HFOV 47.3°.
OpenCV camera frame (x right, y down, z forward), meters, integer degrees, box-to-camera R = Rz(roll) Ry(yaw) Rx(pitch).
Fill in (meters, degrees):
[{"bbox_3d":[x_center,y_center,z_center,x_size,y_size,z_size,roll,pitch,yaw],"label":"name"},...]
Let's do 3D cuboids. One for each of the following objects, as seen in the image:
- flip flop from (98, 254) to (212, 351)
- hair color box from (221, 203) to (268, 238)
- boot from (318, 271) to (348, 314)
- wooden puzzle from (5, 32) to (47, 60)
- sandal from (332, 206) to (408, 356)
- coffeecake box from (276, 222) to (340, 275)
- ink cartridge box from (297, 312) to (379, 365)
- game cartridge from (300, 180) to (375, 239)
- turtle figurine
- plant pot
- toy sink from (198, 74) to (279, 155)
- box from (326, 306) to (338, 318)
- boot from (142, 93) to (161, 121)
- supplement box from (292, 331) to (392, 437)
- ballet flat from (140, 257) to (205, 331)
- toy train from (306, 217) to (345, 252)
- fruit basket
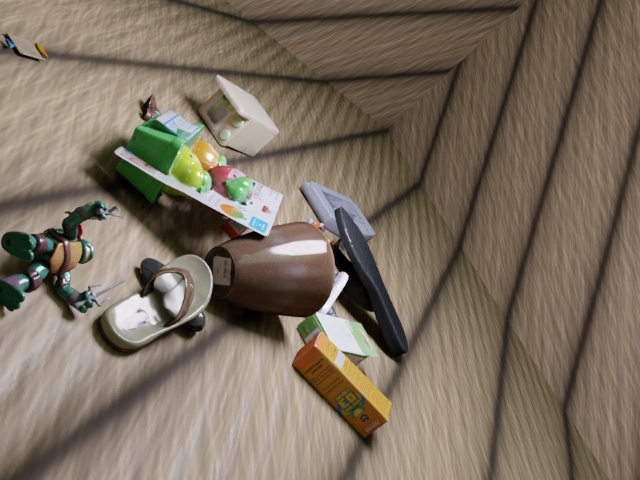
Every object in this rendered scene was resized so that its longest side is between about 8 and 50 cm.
[{"bbox_3d":[-0.268,0.096,1.260,0.112,0.080,0.277,44,32,6],"label":"flip flop"},{"bbox_3d":[-0.175,-0.067,1.824,0.053,0.093,0.167,48,18,-2],"label":"hair color box"},{"bbox_3d":[0.003,0.118,1.834,0.086,0.069,0.190,37,35,-1],"label":"boot"},{"bbox_3d":[-0.650,-0.424,1.611,0.078,0.014,0.116,51,18,22],"label":"wooden puzzle"},{"bbox_3d":[0.112,0.126,2.015,0.167,0.107,0.445,-45,112,-75],"label":"sandal"},{"bbox_3d":[-0.048,0.042,1.925,0.185,0.068,0.142,16,37,-57],"label":"coffeecake box"},{"bbox_3d":[0.045,0.244,1.745,0.209,0.062,0.109,22,32,-53],"label":"ink cartridge box"},{"bbox_3d":[0.066,-0.086,2.455,0.297,0.062,0.198,19,38,-55],"label":"game cartridge"},{"bbox_3d":[-0.397,0.028,1.135,0.234,0.118,0.175,-21,111,-68],"label":"turtle figurine"},{"bbox_3d":[-0.124,0.063,1.553,0.230,0.215,0.215,1,48,-46],"label":"plant pot"},{"bbox_3d":[-0.257,-0.363,2.168,0.152,0.131,0.234,55,15,19],"label":"toy sink"},{"bbox_3d":[0.017,0.190,1.857,0.067,0.018,0.083,27,28,-45],"label":"box"},{"bbox_3d":[-0.405,-0.316,1.895,0.114,0.037,0.106,32,37,-31],"label":"boot"},{"bbox_3d":[0.050,0.315,1.594,0.233,0.078,0.080,45,19,-7],"label":"supplement box"},{"bbox_3d":[-0.279,0.104,1.359,0.057,0.049,0.173,-35,80,-30],"label":"ballet flat"},{"bbox_3d":[0.000,0.000,2.086,0.166,0.046,0.125,38,-21,-30],"label":"toy train"},{"bbox_3d":[-0.248,-0.151,1.619,0.353,0.165,0.327,23,18,-4],"label":"fruit basket"}]
